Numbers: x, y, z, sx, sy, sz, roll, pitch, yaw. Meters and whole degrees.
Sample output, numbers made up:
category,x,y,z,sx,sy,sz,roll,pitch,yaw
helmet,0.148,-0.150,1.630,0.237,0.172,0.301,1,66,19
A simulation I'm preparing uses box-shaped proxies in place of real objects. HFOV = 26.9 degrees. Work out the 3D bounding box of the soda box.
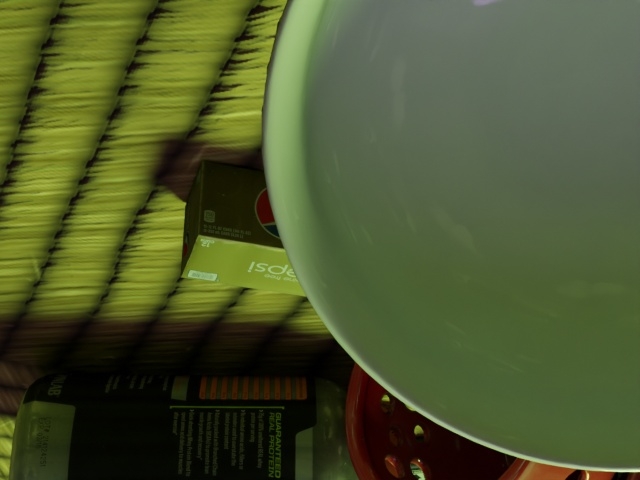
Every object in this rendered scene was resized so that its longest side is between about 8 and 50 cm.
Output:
category,x,y,z,sx,sy,sz,roll,pitch,yaw
soda box,0.000,0.000,0.908,0.181,0.061,0.058,10,146,-14

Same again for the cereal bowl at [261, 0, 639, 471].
category,x,y,z,sx,sy,sz,roll,pitch,yaw
cereal bowl,0.146,-0.062,0.668,0.338,0.141,0.339,2,110,7

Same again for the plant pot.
category,x,y,z,sx,sy,sz,roll,pitch,yaw
plant pot,0.143,0.135,1.007,0.191,0.191,0.174,-28,143,36

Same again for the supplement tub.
category,x,y,z,sx,sy,sz,roll,pitch,yaw
supplement tub,-0.088,0.208,1.114,0.315,0.194,0.194,1,148,-1

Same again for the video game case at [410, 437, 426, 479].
category,x,y,z,sx,sy,sz,roll,pitch,yaw
video game case,-0.004,0.273,1.364,0.274,0.035,0.248,-6,147,8

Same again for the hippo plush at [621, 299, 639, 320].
category,x,y,z,sx,sy,sz,roll,pitch,yaw
hippo plush,0.237,0.060,0.883,0.236,0.294,0.234,38,175,-15
